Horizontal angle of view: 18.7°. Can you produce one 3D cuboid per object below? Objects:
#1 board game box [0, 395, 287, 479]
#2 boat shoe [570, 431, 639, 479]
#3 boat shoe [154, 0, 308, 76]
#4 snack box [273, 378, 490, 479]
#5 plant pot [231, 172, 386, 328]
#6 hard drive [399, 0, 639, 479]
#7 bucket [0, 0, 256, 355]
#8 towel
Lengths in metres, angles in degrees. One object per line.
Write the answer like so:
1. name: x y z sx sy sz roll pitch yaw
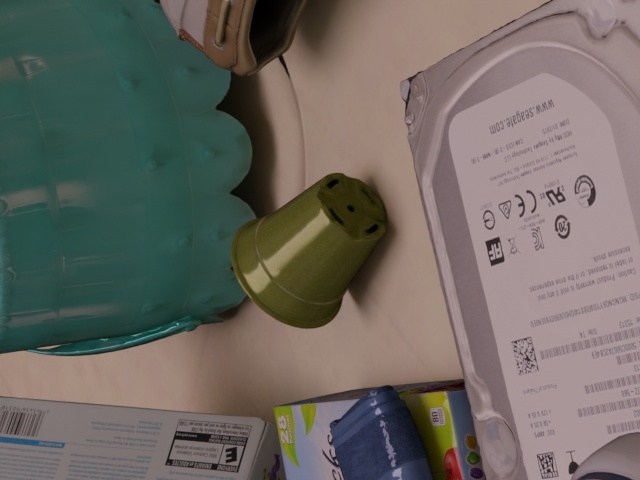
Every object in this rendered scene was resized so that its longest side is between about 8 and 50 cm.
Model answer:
1. board game box: -0.150 0.263 1.274 0.224 0.097 0.303 2 61 28
2. boat shoe: 0.140 0.270 0.863 0.136 0.156 0.367 19 130 46
3. boat shoe: -0.005 -0.208 1.139 0.103 0.113 0.302 52 144 7
4. snack box: 0.060 0.173 1.153 0.207 0.070 0.174 -15 85 61
5. plant pot: 0.000 0.000 1.212 0.079 0.083 0.083 -44 59 40
6. hard drive: 0.152 0.049 0.967 0.237 0.064 0.338 -22 80 60
7. bucket: -0.186 -0.051 1.380 0.281 0.183 0.281 37 134 53
8. towel: 0.044 0.144 1.073 0.067 0.029 0.119 -44 59 54
